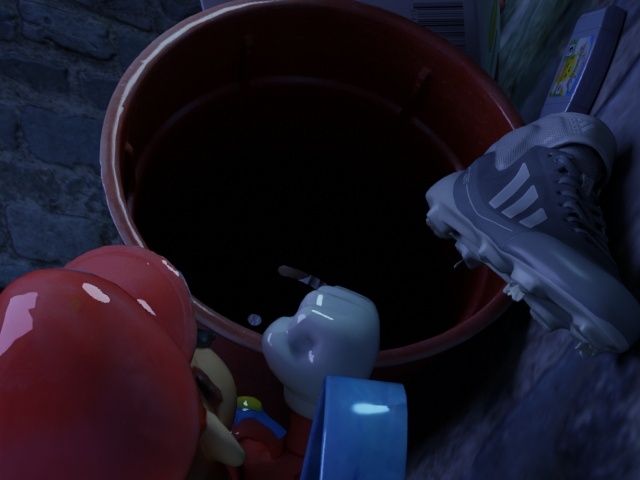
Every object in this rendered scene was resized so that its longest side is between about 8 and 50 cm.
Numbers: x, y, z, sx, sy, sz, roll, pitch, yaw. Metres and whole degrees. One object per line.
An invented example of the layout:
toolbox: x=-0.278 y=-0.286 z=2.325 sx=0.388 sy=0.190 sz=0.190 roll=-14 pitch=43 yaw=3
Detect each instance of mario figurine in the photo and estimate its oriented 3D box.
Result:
mario figurine: x=-0.054 y=0.096 z=0.626 sx=0.198 sy=0.320 sz=0.170 roll=-42 pitch=49 yaw=-4

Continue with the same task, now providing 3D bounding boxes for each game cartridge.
game cartridge: x=0.162 y=-0.106 z=0.745 sx=0.056 sy=0.017 sz=0.083 roll=-153 pitch=84 yaw=-78

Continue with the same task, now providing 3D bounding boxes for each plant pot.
plant pot: x=-0.019 y=0.023 z=0.822 sx=0.265 sy=0.272 sz=0.272 roll=110 pitch=177 yaw=-56

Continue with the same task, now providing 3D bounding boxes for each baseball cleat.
baseball cleat: x=0.120 y=-0.016 z=0.605 sx=0.109 sy=0.072 sz=0.206 roll=-44 pitch=26 yaw=0

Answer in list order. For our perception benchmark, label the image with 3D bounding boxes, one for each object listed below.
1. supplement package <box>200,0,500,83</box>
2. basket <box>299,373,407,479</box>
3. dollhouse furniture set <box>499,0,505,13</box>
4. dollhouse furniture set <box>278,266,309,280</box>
supplement package: x=0.026 y=-0.203 z=0.891 sx=0.262 sy=0.204 sz=0.145 roll=79 pitch=-162 yaw=-45
basket: x=-0.012 y=0.208 z=0.411 sx=0.289 sy=0.201 sz=0.255 roll=110 pitch=170 yaw=-62
dollhouse furniture set: x=0.126 y=-0.355 z=1.018 sx=0.152 sy=0.201 sz=0.374 roll=-86 pitch=13 yaw=-63
dollhouse furniture set: x=0.000 y=0.000 z=1.489 sx=0.151 sy=0.123 sz=0.144 roll=-17 pitch=41 yaw=33
